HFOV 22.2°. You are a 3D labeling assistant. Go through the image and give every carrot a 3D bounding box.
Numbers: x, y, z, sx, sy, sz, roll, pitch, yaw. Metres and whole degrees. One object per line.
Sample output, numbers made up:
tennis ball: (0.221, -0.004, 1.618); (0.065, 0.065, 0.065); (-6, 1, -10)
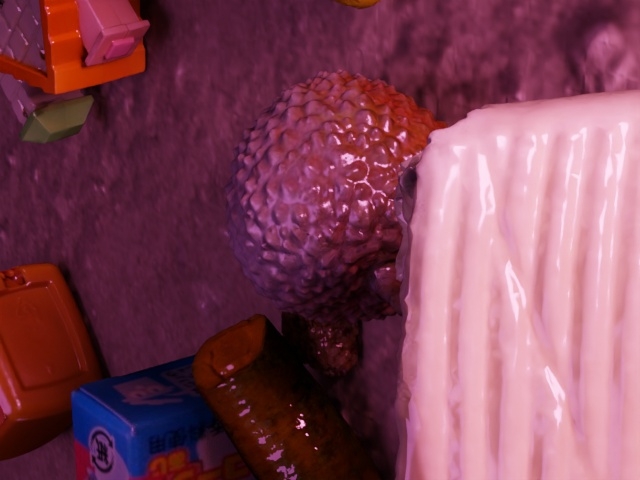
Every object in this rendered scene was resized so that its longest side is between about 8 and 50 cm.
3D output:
carrot: (-0.022, 0.140, 1.184); (0.173, 0.082, 0.082); (53, 146, -9)

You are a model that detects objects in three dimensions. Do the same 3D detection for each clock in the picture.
clock: (-0.235, -0.235, 1.367); (0.255, 0.106, 0.220); (61, 144, 13)

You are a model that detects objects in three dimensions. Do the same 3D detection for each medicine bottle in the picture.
medicine bottle: (-0.311, 0.131, 1.587); (0.222, 0.112, 0.149); (-42, 68, 52)

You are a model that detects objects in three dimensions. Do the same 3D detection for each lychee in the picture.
lychee: (0.020, -0.017, 1.023); (0.165, 0.165, 0.197); (-61, 42, 45)

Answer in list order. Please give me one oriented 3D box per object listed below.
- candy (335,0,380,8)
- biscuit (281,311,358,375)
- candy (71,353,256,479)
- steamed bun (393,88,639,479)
candy: (-0.022, -0.227, 1.072); (0.199, 0.094, 0.106); (50, 133, 24)
biscuit: (0.000, 0.000, 1.169); (0.064, 0.034, 0.199); (26, 122, 49)
candy: (-0.100, 0.248, 1.293); (0.100, 0.157, 0.306); (24, 120, 49)
steamed bun: (0.172, 0.068, 0.803); (0.272, 0.273, 0.290); (-11, -90, -82)
